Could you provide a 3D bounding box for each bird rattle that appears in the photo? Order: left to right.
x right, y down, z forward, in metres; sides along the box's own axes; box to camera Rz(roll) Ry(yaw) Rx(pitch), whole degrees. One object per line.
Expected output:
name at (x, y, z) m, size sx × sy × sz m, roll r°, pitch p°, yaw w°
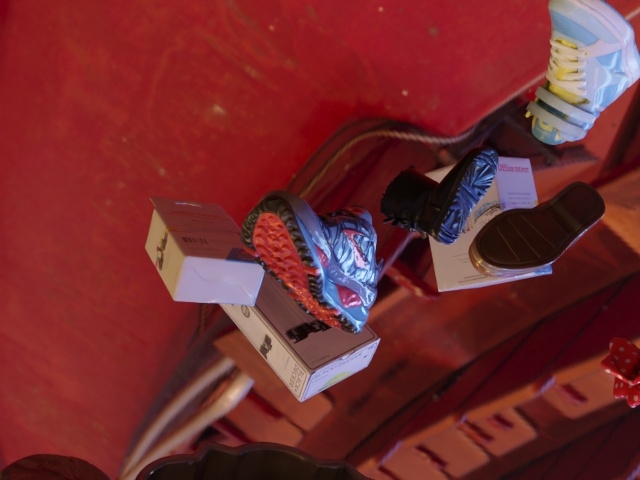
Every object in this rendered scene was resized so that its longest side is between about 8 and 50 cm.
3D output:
bird rattle at (0.568, 0.179, 1.456) m, size 0.143 × 0.207 × 0.253 m, roll 57°, pitch 153°, yaw -13°

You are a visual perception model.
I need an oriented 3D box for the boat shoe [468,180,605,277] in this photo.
boat shoe at (0.349, 0.003, 1.576) m, size 0.110 × 0.307 × 0.104 m, roll 58°, pitch 144°, yaw 16°

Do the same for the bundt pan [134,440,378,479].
bundt pan at (-0.018, 0.298, 0.695) m, size 0.331 × 0.331 × 0.124 m, roll 27°, pitch 110°, yaw 9°

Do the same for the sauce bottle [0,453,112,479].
sauce bottle at (-0.276, 0.369, 0.870) m, size 0.112 × 0.344 × 0.111 m, roll 16°, pitch -169°, yaw -3°

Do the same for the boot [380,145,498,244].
boot at (0.123, -0.057, 1.018) m, size 0.045 × 0.121 × 0.099 m, roll 29°, pitch 180°, yaw -40°

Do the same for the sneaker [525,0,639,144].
sneaker at (0.402, -0.266, 1.538) m, size 0.127 × 0.208 × 0.319 m, roll 42°, pitch -173°, yaw 35°

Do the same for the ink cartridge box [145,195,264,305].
ink cartridge box at (-0.150, 0.011, 1.184) m, size 0.104 × 0.061 × 0.181 m, roll 7°, pitch -158°, yaw -27°

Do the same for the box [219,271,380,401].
box at (-0.052, 0.134, 1.726) m, size 0.290 × 0.169 × 0.087 m, roll 46°, pitch 140°, yaw 26°

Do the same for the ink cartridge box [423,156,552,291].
ink cartridge box at (0.316, -0.032, 1.839) m, size 0.168 × 0.171 × 0.232 m, roll -14°, pitch 82°, yaw 37°

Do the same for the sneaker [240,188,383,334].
sneaker at (0.000, 0.000, 1.069) m, size 0.104 × 0.125 × 0.262 m, roll 20°, pitch 160°, yaw 28°
